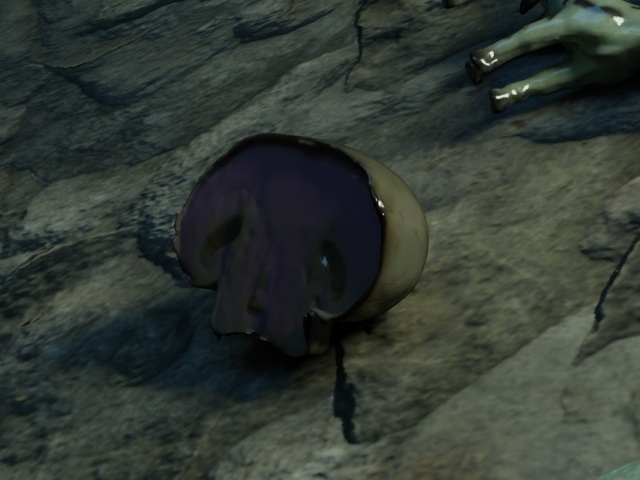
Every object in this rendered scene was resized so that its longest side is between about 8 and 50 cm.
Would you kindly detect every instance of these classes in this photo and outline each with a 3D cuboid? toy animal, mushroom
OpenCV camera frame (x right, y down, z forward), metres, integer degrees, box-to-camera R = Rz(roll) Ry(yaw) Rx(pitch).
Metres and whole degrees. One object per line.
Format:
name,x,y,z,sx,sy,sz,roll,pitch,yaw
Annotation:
toy animal,0.193,-0.154,1.113,0.170,0.090,0.255,-27,31,-13
mushroom,0.000,0.000,0.975,0.117,0.141,0.188,-4,12,-43

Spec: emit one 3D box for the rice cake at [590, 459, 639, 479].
rice cake,0.171,0.132,0.685,0.290,0.051,0.081,-25,20,3
